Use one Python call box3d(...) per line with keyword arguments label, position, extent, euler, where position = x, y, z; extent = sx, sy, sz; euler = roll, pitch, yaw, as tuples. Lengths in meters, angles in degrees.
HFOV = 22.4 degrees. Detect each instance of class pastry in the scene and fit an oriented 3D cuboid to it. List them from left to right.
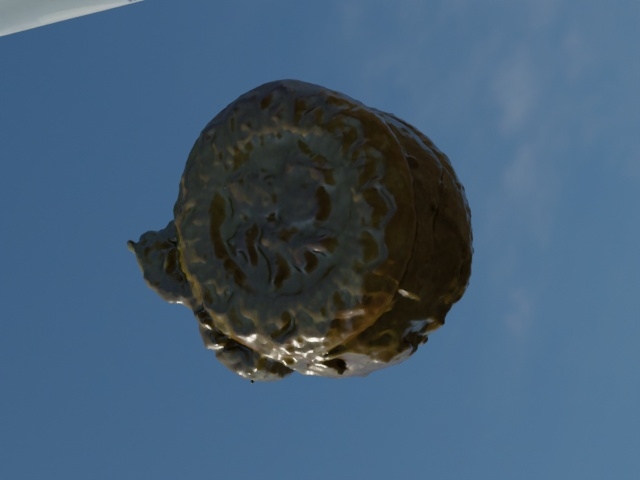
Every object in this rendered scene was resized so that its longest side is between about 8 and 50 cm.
box3d(label="pastry", position=(0.000, 0.000, 1.285), extent=(0.235, 0.240, 0.132), euler=(-54, -28, 17))

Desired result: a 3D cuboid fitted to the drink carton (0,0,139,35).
box3d(label="drink carton", position=(-0.135, -0.217, 0.992), extent=(0.106, 0.315, 0.130), euler=(-74, -33, -49))
